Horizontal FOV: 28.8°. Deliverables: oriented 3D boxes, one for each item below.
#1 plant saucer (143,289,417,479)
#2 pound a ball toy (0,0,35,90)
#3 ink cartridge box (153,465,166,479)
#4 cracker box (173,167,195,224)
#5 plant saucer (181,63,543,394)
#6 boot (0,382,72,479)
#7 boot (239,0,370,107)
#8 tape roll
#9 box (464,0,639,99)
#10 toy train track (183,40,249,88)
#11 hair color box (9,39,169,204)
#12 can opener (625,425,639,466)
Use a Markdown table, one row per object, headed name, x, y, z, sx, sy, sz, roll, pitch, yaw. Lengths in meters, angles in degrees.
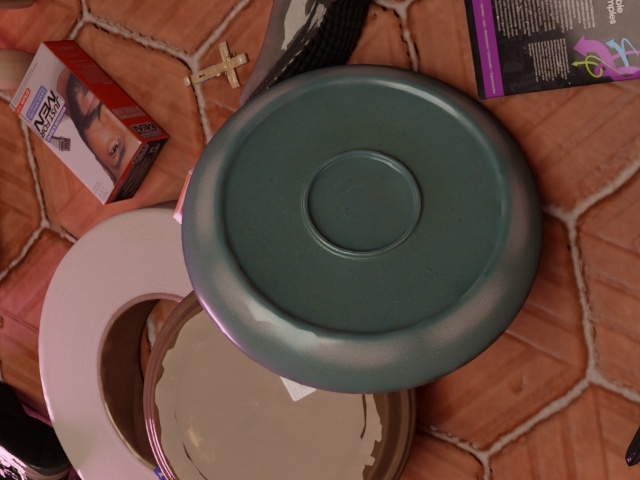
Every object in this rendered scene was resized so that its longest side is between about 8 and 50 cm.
| name | x | y | z | sx | sy | sz | roll | pitch | yaw |
| --- | --- | --- | --- | --- | --- | --- | --- | --- | --- |
| plant saucer | -0.047 | 0.158 | 1.193 | 0.278 | 0.041 | 0.278 | 0 | 89 | 16 |
| pound a ball toy | -0.421 | -0.329 | 1.363 | 0.319 | 0.136 | 0.208 | 40 | 118 | 19 |
| ink cartridge box | -0.072 | 0.287 | 1.258 | 0.097 | 0.046 | 0.207 | -41 | 80 | 30 |
| cracker box | 0.000 | 0.000 | 1.159 | 0.232 | 0.155 | 0.067 | 40 | 134 | 18 |
| plant saucer | 0.036 | -0.025 | 1.077 | 0.317 | 0.317 | 0.044 | 42 | 163 | 17 |
| boot | -0.384 | 0.282 | 1.511 | 0.236 | 0.085 | 0.179 | 27 | 124 | 36 |
| boot | -0.030 | -0.246 | 1.188 | 0.161 | 0.083 | 0.246 | 49 | 120 | 25 |
| tape roll | -0.137 | 0.150 | 1.336 | 0.392 | 0.072 | 0.392 | 7 | 104 | 31 |
| box | 0.203 | -0.186 | 1.058 | 0.162 | 0.029 | 0.116 | -3 | 101 | 34 |
| toy train track | -0.110 | -0.174 | 1.278 | 0.083 | 0.014 | 0.048 | -17 | 92 | 34 |
| hair color box | -0.253 | -0.130 | 1.354 | 0.167 | 0.053 | 0.093 | 43 | 119 | 15 |
| can opener | 0.315 | 0.134 | 1.061 | 0.059 | 0.073 | 0.186 | 38 | 127 | 10 |
